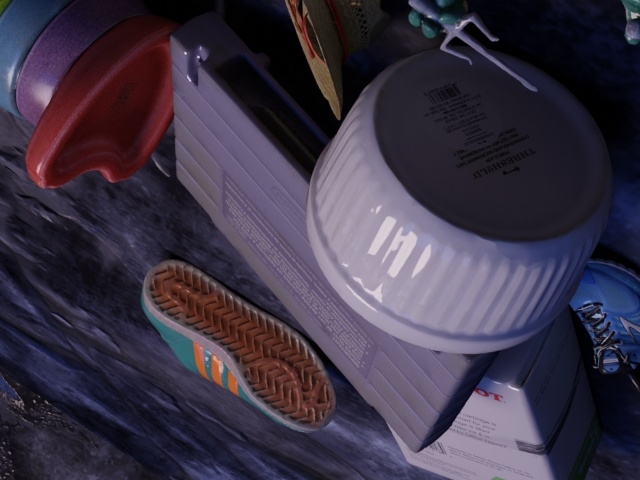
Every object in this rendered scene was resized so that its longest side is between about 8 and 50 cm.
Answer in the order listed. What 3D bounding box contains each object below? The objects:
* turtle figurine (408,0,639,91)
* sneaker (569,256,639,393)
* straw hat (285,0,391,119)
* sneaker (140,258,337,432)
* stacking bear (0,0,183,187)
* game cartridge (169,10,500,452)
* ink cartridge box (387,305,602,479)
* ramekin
[{"bbox_3d":[0.103,-0.160,0.570,0.234,0.118,0.175,12,176,-32],"label":"turtle figurine"},{"bbox_3d":[0.252,0.076,0.886,0.162,0.073,0.063,41,153,-16],"label":"sneaker"},{"bbox_3d":[0.015,-0.159,0.732,0.144,0.061,0.144,159,90,-88],"label":"straw hat"},{"bbox_3d":[-0.109,0.146,1.384,0.302,0.108,0.121,40,155,4],"label":"sneaker"},{"bbox_3d":[-0.263,-0.197,0.901,0.289,0.164,0.175,39,-164,11],"label":"stacking bear"},{"bbox_3d":[0.000,0.000,0.881,0.355,0.068,0.230,48,162,18],"label":"game cartridge"},{"bbox_3d":[0.159,0.147,1.066,0.198,0.115,0.273,15,149,32],"label":"ink cartridge box"},{"bbox_3d":[0.100,-0.036,0.723,0.207,0.207,0.109,30,145,6],"label":"ramekin"}]
